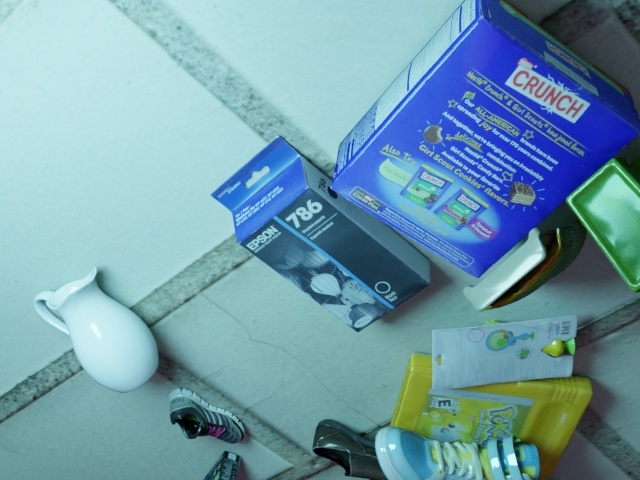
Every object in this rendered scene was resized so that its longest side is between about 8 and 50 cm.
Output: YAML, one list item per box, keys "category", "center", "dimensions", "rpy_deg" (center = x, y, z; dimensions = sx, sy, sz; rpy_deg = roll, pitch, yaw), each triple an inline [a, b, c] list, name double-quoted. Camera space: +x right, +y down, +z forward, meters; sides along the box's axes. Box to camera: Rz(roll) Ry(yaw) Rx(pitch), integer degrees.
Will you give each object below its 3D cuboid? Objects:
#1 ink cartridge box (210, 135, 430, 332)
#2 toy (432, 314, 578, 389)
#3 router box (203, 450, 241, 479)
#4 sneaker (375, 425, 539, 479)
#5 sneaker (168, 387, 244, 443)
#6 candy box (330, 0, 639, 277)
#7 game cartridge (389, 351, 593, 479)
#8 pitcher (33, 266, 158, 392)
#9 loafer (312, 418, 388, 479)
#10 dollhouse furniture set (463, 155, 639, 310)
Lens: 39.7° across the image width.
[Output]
- category: "ink cartridge box"
  center: [0.000, 0.000, 1.358]
  dimensions: [0.332, 0.065, 0.165]
  rpy_deg: [38, 124, -22]
- category: "toy"
  center: [0.302, 0.176, 1.479]
  dimensions: [0.237, 0.056, 0.137]
  rpy_deg: [-4, 125, 2]
- category: "router box"
  center: [-0.205, 0.492, 1.768]
  dimensions: [0.038, 0.092, 0.122]
  rpy_deg: [23, 128, -14]
- category: "sneaker"
  center: [0.257, 0.383, 1.554]
  dimensions: [0.208, 0.127, 0.319]
  rpy_deg: [-32, 131, 29]
- category: "sneaker"
  center: [-0.217, 0.347, 1.658]
  dimensions: [0.170, 0.075, 0.063]
  rpy_deg: [38, 123, -24]
- category: "candy box"
  center: [0.213, -0.135, 1.185]
  dimensions: [0.268, 0.122, 0.317]
  rpy_deg: [31, 127, -18]
- category: "game cartridge"
  center: [0.295, 0.334, 1.615]
  dimensions: [0.323, 0.053, 0.285]
  rpy_deg: [9, 130, 0]
- category: "pitcher"
  center: [-0.383, 0.157, 1.501]
  dimensions: [0.177, 0.125, 0.207]
  rpy_deg: [-12, 120, 41]
- category: "loafer"
  center: [0.078, 0.416, 1.642]
  dimensions: [0.220, 0.078, 0.080]
  rpy_deg: [23, 132, 17]
- category: "dollhouse furniture set"
  center: [0.374, 0.036, 1.231]
  dimensions: [0.301, 0.197, 0.151]
  rpy_deg: [-46, 69, 29]
